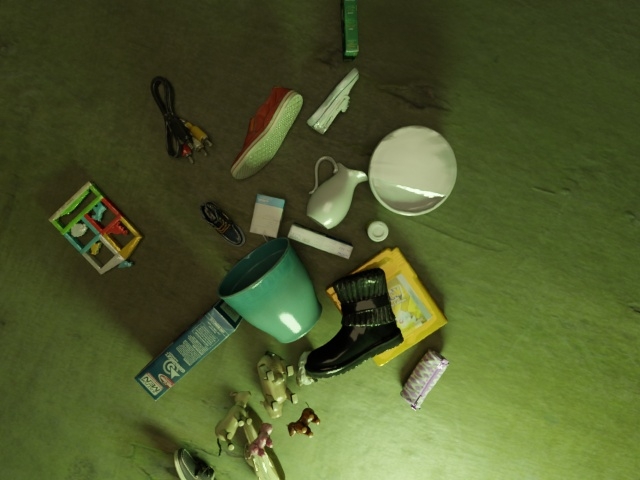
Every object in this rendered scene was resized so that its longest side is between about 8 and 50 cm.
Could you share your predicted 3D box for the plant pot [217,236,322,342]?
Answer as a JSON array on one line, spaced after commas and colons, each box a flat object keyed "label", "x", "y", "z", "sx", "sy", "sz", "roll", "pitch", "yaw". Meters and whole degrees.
[{"label": "plant pot", "x": -0.138, "y": 0.173, "z": 1.397, "sx": 0.272, "sy": 0.271, "sz": 0.255, "roll": -34, "pitch": 110, "yaw": 4}]

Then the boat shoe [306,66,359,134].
[{"label": "boat shoe", "x": 0.053, "y": -0.437, "z": 1.409, "sx": 0.076, "sy": 0.083, "sz": 0.226, "roll": 39, "pitch": 107, "yaw": -16}]

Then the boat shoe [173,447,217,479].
[{"label": "boat shoe", "x": -0.409, "y": 0.831, "z": 1.551, "sx": 0.092, "sy": 0.103, "sz": 0.285, "roll": -29, "pitch": 100, "yaw": -1}]

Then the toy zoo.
[{"label": "toy zoo", "x": -0.728, "y": -0.025, "z": 1.480, "sx": 0.192, "sy": 0.030, "sz": 0.293, "roll": -42, "pitch": 95, "yaw": 5}]

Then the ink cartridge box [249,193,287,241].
[{"label": "ink cartridge box", "x": -0.170, "y": -0.072, "z": 1.439, "sx": 0.090, "sy": 0.092, "sz": 0.143, "roll": 13, "pitch": 96, "yaw": -1}]

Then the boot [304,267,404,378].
[{"label": "boot", "x": 0.076, "y": 0.253, "z": 1.404, "sx": 0.348, "sy": 0.131, "sz": 0.260, "roll": -23, "pitch": 100, "yaw": -12}]

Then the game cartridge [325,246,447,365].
[{"label": "game cartridge", "x": 0.220, "y": 0.217, "z": 1.493, "sx": 0.285, "sy": 0.052, "sz": 0.323, "roll": -35, "pitch": 96, "yaw": 4}]

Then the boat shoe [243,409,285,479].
[{"label": "boat shoe", "x": -0.216, "y": 0.734, "z": 1.533, "sx": 0.098, "sy": 0.109, "sz": 0.302, "roll": -21, "pitch": 100, "yaw": 4}]

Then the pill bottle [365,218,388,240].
[{"label": "pill bottle", "x": 0.178, "y": -0.035, "z": 1.429, "sx": 0.065, "sy": 0.116, "sz": 0.065, "roll": 0, "pitch": 96, "yaw": 1}]

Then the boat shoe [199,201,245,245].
[{"label": "boat shoe", "x": -0.322, "y": -0.049, "z": 1.447, "sx": 0.065, "sy": 0.083, "sz": 0.183, "roll": -42, "pitch": 95, "yaw": 5}]

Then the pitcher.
[{"label": "pitcher", "x": 0.026, "y": -0.156, "z": 1.425, "sx": 0.178, "sy": 0.125, "sz": 0.207, "roll": 32, "pitch": 85, "yaw": 17}]

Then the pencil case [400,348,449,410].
[{"label": "pencil case", "x": 0.351, "y": 0.468, "z": 1.503, "sx": 0.086, "sy": 0.088, "sz": 0.206, "roll": 29, "pitch": 95, "yaw": -5}]

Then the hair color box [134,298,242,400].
[{"label": "hair color box", "x": -0.420, "y": 0.341, "z": 1.450, "sx": 0.347, "sy": 0.174, "sz": 0.105, "roll": -42, "pitch": 94, "yaw": 5}]

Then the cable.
[{"label": "cable", "x": -0.470, "y": -0.382, "z": 1.438, "sx": 0.140, "sy": 0.072, "sz": 0.287, "roll": -34, "pitch": 83, "yaw": 21}]

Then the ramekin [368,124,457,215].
[{"label": "ramekin", "x": 0.279, "y": -0.216, "z": 1.401, "sx": 0.273, "sy": 0.127, "sz": 0.272, "roll": 0, "pitch": 96, "yaw": 0}]

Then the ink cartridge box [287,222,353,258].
[{"label": "ink cartridge box", "x": 0.000, "y": 0.000, "z": 1.444, "sx": 0.207, "sy": 0.097, "sz": 0.046, "roll": 20, "pitch": 96, "yaw": -1}]

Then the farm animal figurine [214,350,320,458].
[{"label": "farm animal figurine", "x": -0.172, "y": 0.521, "z": 1.463, "sx": 0.331, "sy": 0.172, "sz": 0.326, "roll": 9, "pitch": 86, "yaw": -27}]

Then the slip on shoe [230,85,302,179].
[{"label": "slip on shoe", "x": -0.184, "y": -0.339, "z": 1.406, "sx": 0.101, "sy": 0.123, "sz": 0.331, "roll": 36, "pitch": 97, "yaw": 19}]

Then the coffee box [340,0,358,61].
[{"label": "coffee box", "x": 0.088, "y": -0.655, "z": 1.358, "sx": 0.041, "sy": 0.113, "sz": 0.184, "roll": -3, "pitch": 96, "yaw": -2}]
